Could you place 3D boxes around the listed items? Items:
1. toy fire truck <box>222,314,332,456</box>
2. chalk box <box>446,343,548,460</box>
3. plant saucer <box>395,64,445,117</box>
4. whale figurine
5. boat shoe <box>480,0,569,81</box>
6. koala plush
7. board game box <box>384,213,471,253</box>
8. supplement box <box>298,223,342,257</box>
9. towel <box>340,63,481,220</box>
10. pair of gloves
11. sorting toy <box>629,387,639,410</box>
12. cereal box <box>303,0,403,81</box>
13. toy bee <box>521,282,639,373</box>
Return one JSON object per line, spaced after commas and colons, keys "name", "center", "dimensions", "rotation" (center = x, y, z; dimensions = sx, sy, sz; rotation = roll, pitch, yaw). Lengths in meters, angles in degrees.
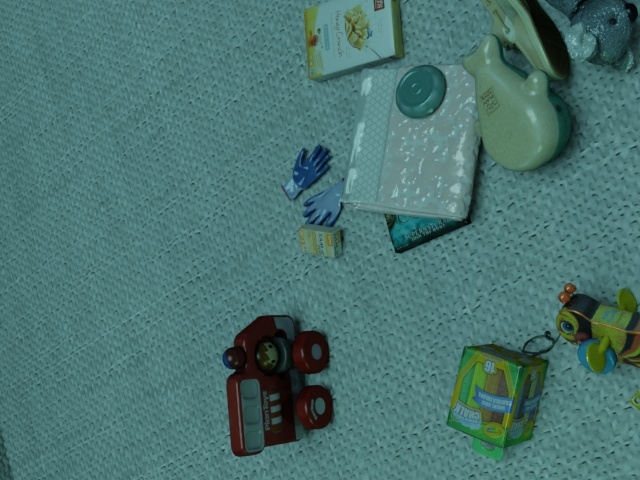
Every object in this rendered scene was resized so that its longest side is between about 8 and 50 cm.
{"name": "toy fire truck", "center": [-0.116, 0.319, 2.006], "dimensions": [0.169, 0.253, 0.302], "rotation": [-10, 81, 35]}
{"name": "chalk box", "center": [0.341, 0.323, 1.746], "dimensions": [0.132, 0.132, 0.213], "rotation": [15, 96, 36]}
{"name": "plant saucer", "center": [0.206, -0.318, 1.883], "dimensions": [0.119, 0.021, 0.119], "rotation": [-10, 72, 33]}
{"name": "whale figurine", "center": [0.383, -0.270, 1.735], "dimensions": [0.272, 0.141, 0.216], "rotation": [64, 147, 14]}
{"name": "boat shoe", "center": [0.394, -0.425, 1.776], "dimensions": [0.098, 0.109, 0.302], "rotation": [-40, 61, 36]}
{"name": "koala plush", "center": [0.512, -0.422, 1.646], "dimensions": [0.203, 0.196, 0.221], "rotation": [-16, 78, 46]}
{"name": "board game box", "center": [0.224, -0.062, 1.922], "dimensions": [0.186, 0.026, 0.126], "rotation": [-25, 73, 32]}
{"name": "supplement box", "center": [0.000, 0.000, 2.063], "dimensions": [0.098, 0.036, 0.062], "rotation": [8, 116, 37]}
{"name": "towel", "center": [0.199, -0.218, 1.912], "dimensions": [0.316, 0.053, 0.332], "rotation": [7, 85, 37]}
{"name": "pair of gloves", "center": [-0.009, -0.125, 2.100], "dimensions": [0.159, 0.023, 0.198], "rotation": [-44, 64, 24]}
{"name": "sorting toy", "center": [0.673, 0.260, 1.559], "dimensions": [0.274, 0.046, 0.132], "rotation": [-34, 68, 30]}
{"name": "cereal box", "center": [0.074, -0.476, 2.045], "dimensions": [0.240, 0.047, 0.173], "rotation": [-10, 81, 36]}
{"name": "toy bee", "center": [0.491, 0.160, 1.607], "dimensions": [0.298, 0.195, 0.162], "rotation": [-11, 121, 23]}
